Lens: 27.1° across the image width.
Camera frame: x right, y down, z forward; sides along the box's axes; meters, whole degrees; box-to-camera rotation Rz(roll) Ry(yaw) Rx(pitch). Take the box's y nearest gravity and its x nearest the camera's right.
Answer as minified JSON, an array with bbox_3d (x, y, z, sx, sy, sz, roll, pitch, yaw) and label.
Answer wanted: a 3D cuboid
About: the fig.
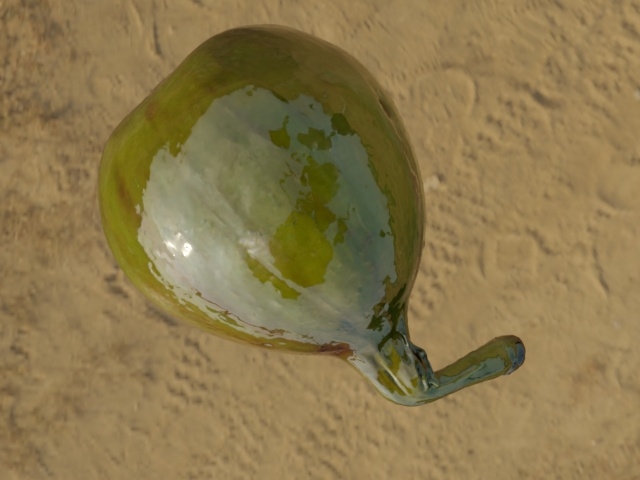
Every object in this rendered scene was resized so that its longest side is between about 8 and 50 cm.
[{"bbox_3d":[-0.015,0.001,0.596,0.142,0.148,0.186,-23,85,18],"label":"fig"}]
